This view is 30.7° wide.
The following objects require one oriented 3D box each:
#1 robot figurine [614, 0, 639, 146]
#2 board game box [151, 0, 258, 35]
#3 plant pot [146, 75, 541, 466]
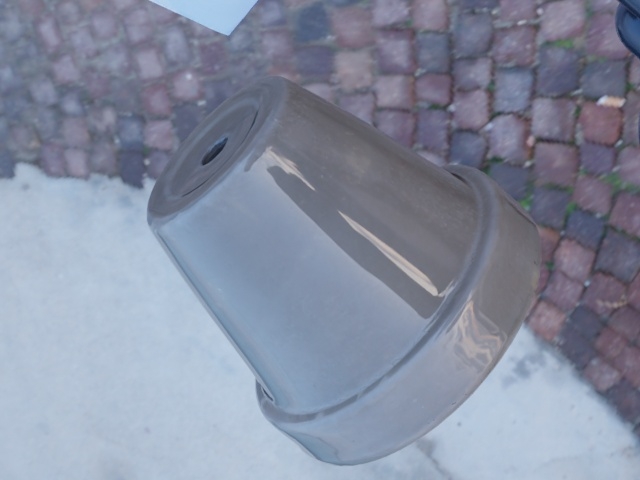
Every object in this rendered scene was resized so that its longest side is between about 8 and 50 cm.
[{"bbox_3d":[0.227,-0.037,0.412,0.278,0.209,0.174,48,135,23],"label":"robot figurine"},{"bbox_3d":[-0.017,-0.303,0.474,0.318,0.066,0.319,-46,51,23],"label":"board game box"},{"bbox_3d":[0.000,0.000,0.889,0.263,0.263,0.229,-28,120,36],"label":"plant pot"}]
